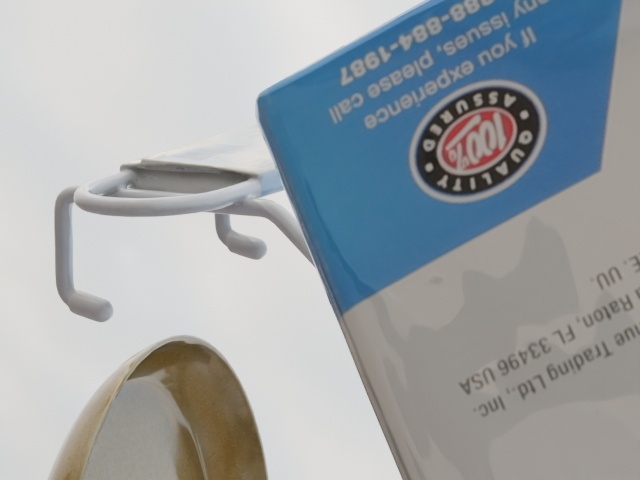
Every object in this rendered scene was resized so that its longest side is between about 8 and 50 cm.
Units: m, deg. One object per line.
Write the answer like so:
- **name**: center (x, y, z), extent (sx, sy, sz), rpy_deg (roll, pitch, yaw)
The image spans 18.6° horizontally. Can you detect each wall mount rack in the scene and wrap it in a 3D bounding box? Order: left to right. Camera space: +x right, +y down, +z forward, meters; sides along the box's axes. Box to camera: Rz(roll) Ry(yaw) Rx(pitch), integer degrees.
- **wall mount rack**: center (0.000, 0.000, 1.348), extent (0.304, 0.350, 0.130), rpy_deg (7, -74, 30)

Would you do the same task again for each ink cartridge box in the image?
- **ink cartridge box**: center (0.192, 0.075, 0.598), extent (0.166, 0.285, 0.395), rpy_deg (38, 27, -62)

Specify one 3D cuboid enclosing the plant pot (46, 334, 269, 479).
- **plant pot**: center (-0.074, 0.159, 0.853), extent (0.032, 0.236, 0.236), rpy_deg (-1, -40, 19)
